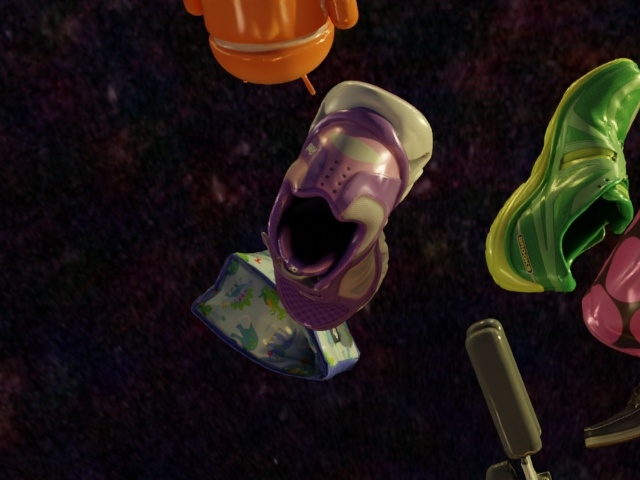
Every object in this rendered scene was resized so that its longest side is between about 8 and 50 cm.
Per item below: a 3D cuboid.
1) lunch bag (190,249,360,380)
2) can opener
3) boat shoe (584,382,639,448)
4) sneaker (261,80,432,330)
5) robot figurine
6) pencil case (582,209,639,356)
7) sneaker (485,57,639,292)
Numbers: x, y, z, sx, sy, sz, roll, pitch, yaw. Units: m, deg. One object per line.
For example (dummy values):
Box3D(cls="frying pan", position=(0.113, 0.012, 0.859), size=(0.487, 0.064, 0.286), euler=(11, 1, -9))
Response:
Box3D(cls="lunch bag", position=(-0.033, 0.081, 1.153), size=(0.151, 0.129, 0.096), euler=(41, 101, 11))
Box3D(cls="can opener", position=(0.225, 0.234, 1.390), size=(0.093, 0.074, 0.280), euler=(-15, 101, 11))
Box3D(cls="boat shoe", position=(0.307, 0.147, 1.054), size=(0.152, 0.056, 0.049), euler=(-19, 78, -5))
Box3D(cls="sneaker", position=(0.000, 0.000, 0.807), size=(0.095, 0.236, 0.104), euler=(26, 53, 7))
Box3D(cls="robot figurine", position=(-0.055, -0.245, 1.102), size=(0.158, 0.219, 0.128), euler=(-12, 32, -7))
Box3D(cls="pencil case", position=(0.284, 0.001, 0.860), size=(0.098, 0.209, 0.095), euler=(20, 42, -9))
Box3D(cls="sneaker", position=(0.289, -0.062, 1.242), size=(0.123, 0.109, 0.295), euler=(19, 70, 34))
